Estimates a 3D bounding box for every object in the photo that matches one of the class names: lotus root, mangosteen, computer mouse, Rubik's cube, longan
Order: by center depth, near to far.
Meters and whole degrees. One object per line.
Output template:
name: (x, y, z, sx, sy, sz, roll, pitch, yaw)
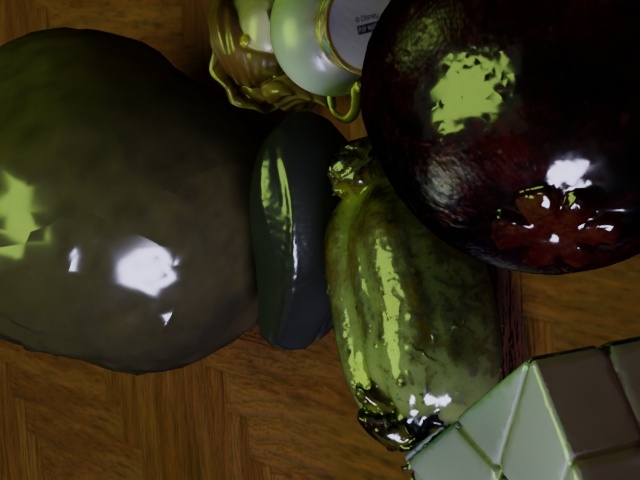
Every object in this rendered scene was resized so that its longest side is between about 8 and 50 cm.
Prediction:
mangosteen: (0.189, -0.144, 1.478, 0.307, 0.307, 0.347, -47, 29, 52)
Rubik's cube: (0.241, 0.218, 1.508, 0.231, 0.224, 0.221, -48, 57, 52)
lotus root: (0.084, 0.048, 1.795, 0.173, 0.173, 0.309, -19, 80, 58)
computer mouse: (0.000, 0.000, 1.909, 0.086, 0.137, 0.270, 26, 132, 38)
longan: (-0.256, -0.035, 2.096, 0.436, 0.404, 0.404, 44, 133, 42)

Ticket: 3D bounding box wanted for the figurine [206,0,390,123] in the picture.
figurine: (-0.024, -0.211, 1.918, 0.263, 0.142, 0.189, 1, 100, 57)
